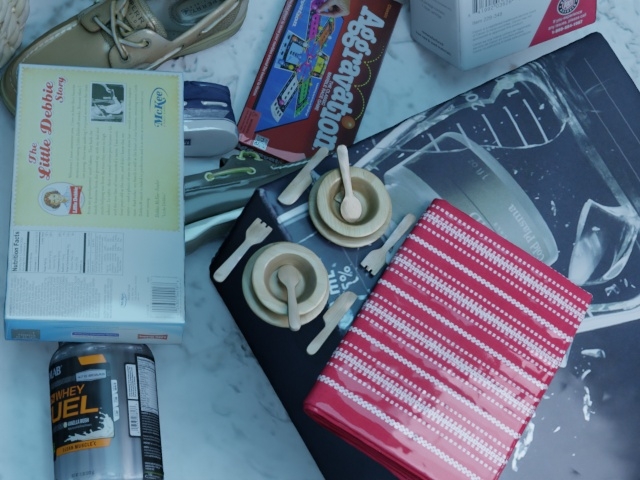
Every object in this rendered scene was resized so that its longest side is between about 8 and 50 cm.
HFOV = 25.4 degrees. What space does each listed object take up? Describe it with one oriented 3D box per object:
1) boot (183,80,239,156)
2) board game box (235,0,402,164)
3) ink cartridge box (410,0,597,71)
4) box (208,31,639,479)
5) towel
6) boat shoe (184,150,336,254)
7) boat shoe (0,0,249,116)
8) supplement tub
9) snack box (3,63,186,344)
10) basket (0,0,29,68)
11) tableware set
[{"bbox_3d":[-0.196,-0.147,1.705,0.190,0.069,0.086,1,52,-16],"label":"boot"},{"bbox_3d":[-0.002,-0.213,1.800,0.145,0.027,0.281,23,65,-8],"label":"board game box"},{"bbox_3d":[0.230,-0.397,1.782,0.226,0.306,0.131,-21,37,-22],"label":"ink cartridge box"},{"bbox_3d":[0.207,0.097,1.599,0.472,0.297,0.479,-27,79,-21],"label":"box"},{"bbox_3d":[0.128,0.111,1.394,0.199,0.031,0.275,33,65,1],"label":"towel"},{"bbox_3d":[-0.103,-0.056,1.665,0.305,0.109,0.091,-20,81,-18],"label":"boat shoe"},{"bbox_3d":[-0.231,-0.253,1.701,0.341,0.110,0.121,-33,82,-24],"label":"boat shoe"},{"bbox_3d":[-0.233,0.183,1.531,0.117,0.117,0.190,-1,70,-17],"label":"supplement tub"},{"bbox_3d":[-0.243,-0.044,1.547,0.187,0.060,0.321,2,61,-10],"label":"snack box"},{"bbox_3d":[-0.483,-0.264,1.491,0.266,0.331,0.328,31,55,-2],"label":"basket"},{"bbox_3d":[0.000,0.000,1.397,0.128,0.039,0.194,38,68,2],"label":"tableware set"}]
